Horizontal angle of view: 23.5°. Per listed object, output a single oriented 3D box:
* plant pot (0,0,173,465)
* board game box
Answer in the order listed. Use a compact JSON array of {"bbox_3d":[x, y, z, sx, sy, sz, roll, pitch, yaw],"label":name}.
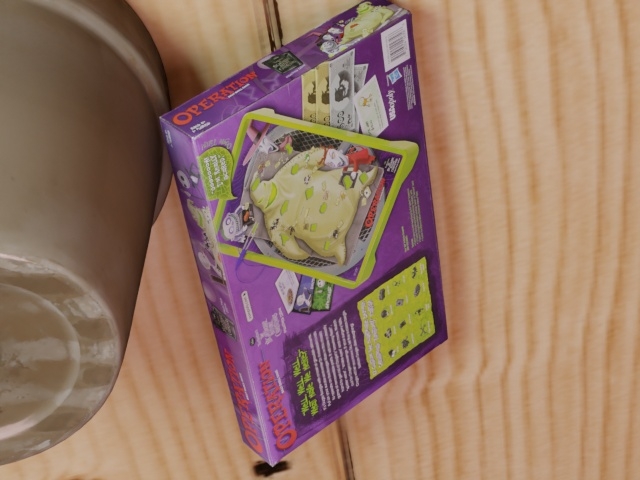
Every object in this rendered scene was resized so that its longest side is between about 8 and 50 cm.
[{"bbox_3d":[-0.246,-0.009,1.054,0.323,0.280,0.323,-7,129,-9],"label":"plant pot"},{"bbox_3d":[0.000,0.000,1.223,0.208,0.056,0.347,-36,137,-28],"label":"board game box"}]
